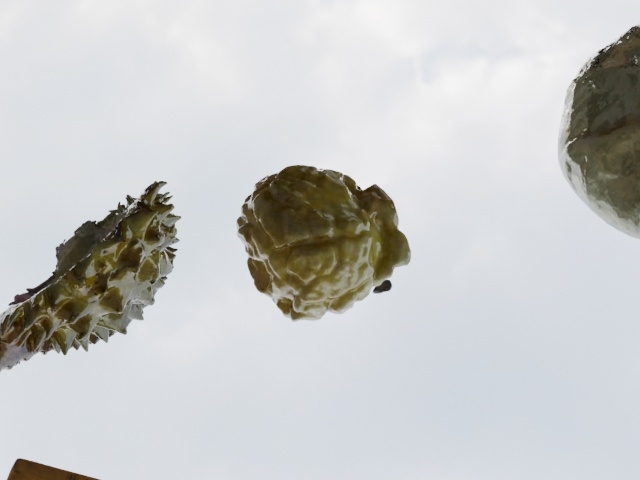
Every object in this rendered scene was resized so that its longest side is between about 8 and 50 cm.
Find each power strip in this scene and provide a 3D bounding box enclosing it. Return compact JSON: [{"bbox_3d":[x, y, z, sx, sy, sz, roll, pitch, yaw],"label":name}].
[{"bbox_3d":[-0.215,0.244,1.220,0.178,0.049,0.028,14,-113,6],"label":"power strip"}]

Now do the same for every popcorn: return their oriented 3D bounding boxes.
[{"bbox_3d":[0.000,0.000,1.350,0.180,0.170,0.180,-29,-139,28],"label":"popcorn"}]

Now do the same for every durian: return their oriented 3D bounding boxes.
[{"bbox_3d":[-0.182,0.052,0.955,0.224,0.078,0.140,-41,-163,4],"label":"durian"}]

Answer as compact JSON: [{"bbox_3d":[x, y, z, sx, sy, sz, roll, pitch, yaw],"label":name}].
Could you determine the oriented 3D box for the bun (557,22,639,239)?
[{"bbox_3d":[0.361,-0.127,1.230,0.287,0.146,0.287,-15,-137,14],"label":"bun"}]
